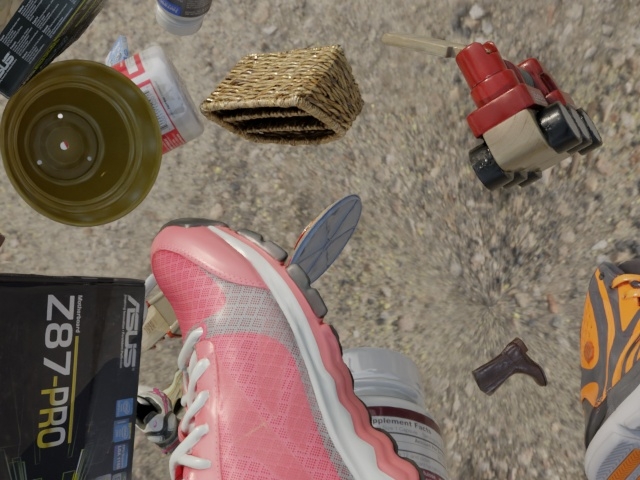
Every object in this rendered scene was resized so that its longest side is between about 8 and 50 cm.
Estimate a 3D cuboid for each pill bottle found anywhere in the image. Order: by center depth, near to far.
[{"bbox_3d":[-0.177,-0.341,0.965,0.078,0.137,0.078,9,58,-15],"label":"pill bottle"},{"bbox_3d":[0.075,0.366,1.059,0.224,0.224,0.392,-14,45,11],"label":"pill bottle"},{"bbox_3d":[-0.493,-0.259,1.680,0.407,0.229,0.229,-26,80,-1],"label":"pill bottle"}]

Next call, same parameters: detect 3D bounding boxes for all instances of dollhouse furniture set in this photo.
[{"bbox_3d":[-0.307,0.176,1.665,0.135,0.259,0.262,-43,74,7],"label":"dollhouse furniture set"}]

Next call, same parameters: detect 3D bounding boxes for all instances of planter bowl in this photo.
[{"bbox_3d":[-0.332,-0.128,0.988,0.090,0.217,0.217,6,85,51],"label":"planter bowl"}]

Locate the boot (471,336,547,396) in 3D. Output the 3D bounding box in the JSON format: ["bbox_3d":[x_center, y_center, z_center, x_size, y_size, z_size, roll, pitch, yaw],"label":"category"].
[{"bbox_3d":[0.324,0.240,1.263,0.114,0.037,0.106,-37,93,-17],"label":"boot"}]

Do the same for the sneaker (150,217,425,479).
[{"bbox_3d":[-0.042,0.118,0.435,0.136,0.116,0.314,-24,67,-28],"label":"sneaker"}]

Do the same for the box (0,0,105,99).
[{"bbox_3d":[-0.225,-0.239,0.690,0.045,0.184,0.190,41,116,-17],"label":"box"}]

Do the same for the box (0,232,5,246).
[{"bbox_3d":[-0.384,0.006,0.514,0.203,0.167,0.168,20,73,24],"label":"box"}]

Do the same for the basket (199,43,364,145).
[{"bbox_3d":[-0.081,-0.287,1.656,0.299,0.213,0.223,3,45,32],"label":"basket"}]

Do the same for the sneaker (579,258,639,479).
[{"bbox_3d":[0.290,0.047,0.577,0.124,0.180,0.321,20,127,-8],"label":"sneaker"}]

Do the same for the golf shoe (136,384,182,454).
[{"bbox_3d":[-0.278,0.268,1.182,0.067,0.186,0.086,-44,121,-17],"label":"golf shoe"}]

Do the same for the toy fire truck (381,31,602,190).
[{"bbox_3d":[0.214,-0.190,0.927,0.158,0.217,0.246,-30,80,29],"label":"toy fire truck"}]

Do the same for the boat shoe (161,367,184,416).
[{"bbox_3d":[-0.288,0.325,1.604,0.190,0.068,0.072,-53,51,35],"label":"boat shoe"}]

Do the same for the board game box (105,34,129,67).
[{"bbox_3d":[-0.498,-0.440,1.798,0.090,0.020,0.090,-42,51,37],"label":"board game box"}]

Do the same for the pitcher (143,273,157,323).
[{"bbox_3d":[-0.379,0.150,1.386,0.125,0.207,0.178,36,99,-6],"label":"pitcher"}]

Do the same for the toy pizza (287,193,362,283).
[{"bbox_3d":[0.000,0.000,1.253,0.032,0.201,0.201,37,94,18],"label":"toy pizza"}]

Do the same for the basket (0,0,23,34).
[{"bbox_3d":[-0.462,-0.358,0.708,0.266,0.328,0.331,5,61,3],"label":"basket"}]

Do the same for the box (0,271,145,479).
[{"bbox_3d":[-0.376,0.236,0.911,0.097,0.318,0.395,2,86,32],"label":"box"}]
